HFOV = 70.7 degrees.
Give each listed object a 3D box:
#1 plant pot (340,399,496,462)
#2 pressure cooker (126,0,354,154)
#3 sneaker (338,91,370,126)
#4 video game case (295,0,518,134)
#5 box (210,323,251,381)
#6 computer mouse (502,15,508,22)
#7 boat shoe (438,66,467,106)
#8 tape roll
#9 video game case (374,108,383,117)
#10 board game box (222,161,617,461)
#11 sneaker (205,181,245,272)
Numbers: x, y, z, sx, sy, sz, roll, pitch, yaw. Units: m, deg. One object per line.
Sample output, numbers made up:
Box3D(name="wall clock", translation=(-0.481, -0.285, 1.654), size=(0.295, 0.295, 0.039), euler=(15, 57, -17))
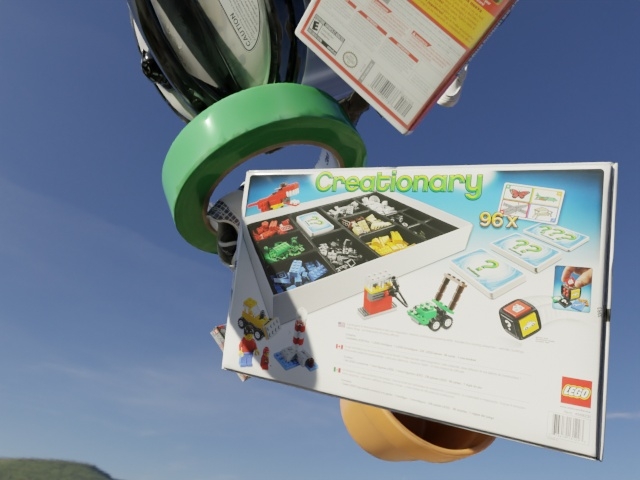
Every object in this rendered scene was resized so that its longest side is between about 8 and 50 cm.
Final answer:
Box3D(name="plant pot", translation=(0.166, 0.291, 0.868), size=(0.291, 0.291, 0.203), euler=(18, -46, -15))
Box3D(name="pressure cooker", translation=(-0.123, -0.376, 0.799), size=(0.370, 0.420, 0.375), euler=(32, -48, 22))
Box3D(name="sneaker", translation=(0.096, -0.341, 1.172), size=(0.089, 0.051, 0.170), euler=(-19, -32, 6))
Box3D(name="video game case", translation=(0.112, -0.292, 0.494), size=(0.204, 0.025, 0.285), euler=(46, -55, 11))
Box3D(name="box", translation=(-0.180, 0.250, 1.041), size=(0.027, 0.137, 0.094), euler=(-47, -20, 23))
Box3D(name="computer mouse", translation=(0.210, -0.443, 0.719), size=(0.188, 0.072, 0.272), euler=(-32, -41, -4))
Box3D(name="boat shoe", translation=(0.316, -0.390, 1.063), size=(0.066, 0.184, 0.063), euler=(25, -32, 10))
Box3D(name="tape roll", translation=(-0.083, -0.098, 0.727), size=(0.321, 0.077, 0.321), euler=(-21, -28, -12))
Box3D(name="video game case", translation=(0.189, -0.404, 1.147), size=(0.166, 0.015, 0.119), euler=(-28, -65, 33))
Box3D(name="board game box", translation=(0.060, 0.037, 0.376), size=(0.305, 0.193, 0.053), euler=(4, -6, 28))
Box3D(name="sneaker", translation=(-0.113, 0.027, 0.716), size=(0.090, 0.095, 0.235), euler=(13, -48, 35))
